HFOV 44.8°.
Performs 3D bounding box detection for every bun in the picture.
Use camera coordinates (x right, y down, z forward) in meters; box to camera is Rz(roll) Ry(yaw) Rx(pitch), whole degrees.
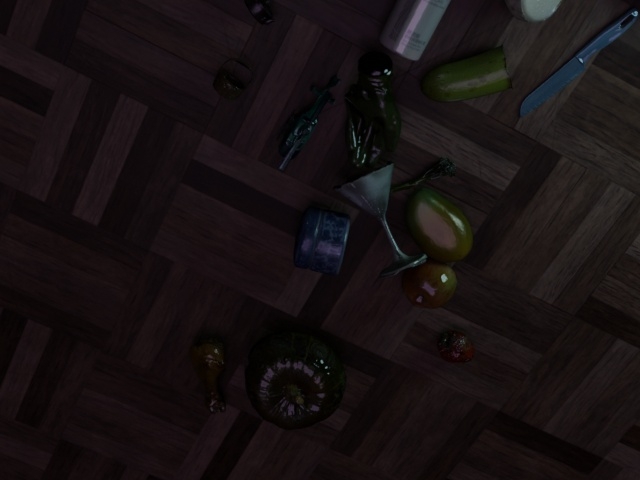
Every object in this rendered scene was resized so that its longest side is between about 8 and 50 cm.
[{"bbox_3d":[0.414,-0.507,1.538,0.138,0.094,0.138,-19,128,-25],"label":"bun"}]

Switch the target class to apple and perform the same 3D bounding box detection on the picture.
[{"bbox_3d":[0.255,0.101,1.825,0.126,0.102,0.126,20,140,17],"label":"apple"}]

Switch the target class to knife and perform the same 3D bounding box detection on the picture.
[{"bbox_3d":[0.541,-0.371,1.640,0.313,0.019,0.044,-40,111,22],"label":"knife"}]

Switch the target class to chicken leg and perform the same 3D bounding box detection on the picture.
[{"bbox_3d":[-0.281,0.350,1.986,0.087,0.107,0.251,-10,125,-12],"label":"chicken leg"}]

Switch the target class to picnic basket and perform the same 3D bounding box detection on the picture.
[{"bbox_3d":[-0.185,-0.346,1.654,0.072,0.072,0.083,36,112,-14],"label":"picnic basket"}]

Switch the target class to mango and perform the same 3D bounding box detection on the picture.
[{"bbox_3d":[0.267,-0.034,1.773,0.130,0.092,0.194,-26,107,16],"label":"mango"}]

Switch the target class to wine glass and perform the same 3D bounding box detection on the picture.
[{"bbox_3d":[0.139,-0.042,1.707,0.156,0.156,0.232,-23,94,13],"label":"wine glass"}]

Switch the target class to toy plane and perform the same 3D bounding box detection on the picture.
[{"bbox_3d":[-0.031,-0.259,1.678,0.060,0.096,0.235,31,96,-15],"label":"toy plane"}]

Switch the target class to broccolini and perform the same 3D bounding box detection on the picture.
[{"bbox_3d":[0.206,-0.126,1.763,0.218,0.044,0.042,-26,152,18],"label":"broccolini"}]

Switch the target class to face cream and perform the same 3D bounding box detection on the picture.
[{"bbox_3d":[0.233,-0.529,1.527,0.102,0.102,0.345,23,116,-9],"label":"face cream"}]

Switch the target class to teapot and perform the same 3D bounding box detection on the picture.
[{"bbox_3d":[-0.124,-0.483,1.587,0.045,0.068,0.100,-30,77,12],"label":"teapot"}]

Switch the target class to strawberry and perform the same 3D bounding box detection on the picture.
[{"bbox_3d":[0.339,0.266,1.924,0.083,0.083,0.096,-37,109,18],"label":"strawberry"}]

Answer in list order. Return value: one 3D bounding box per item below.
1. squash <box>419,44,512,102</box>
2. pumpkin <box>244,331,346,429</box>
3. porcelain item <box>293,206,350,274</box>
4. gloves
[{"bbox_3d":[0.303,-0.335,1.630,0.188,0.095,0.095,-15,115,14],"label":"squash"},{"bbox_3d":[-0.063,0.353,1.924,0.260,0.189,0.260,0,116,1],"label":"pumpkin"},{"bbox_3d":[0.000,0.000,1.771,0.114,0.147,0.147,11,116,-2],"label":"porcelain item"},{"bbox_3d":[0.111,-0.271,1.654,0.135,0.107,0.268,20,129,16],"label":"gloves"}]
